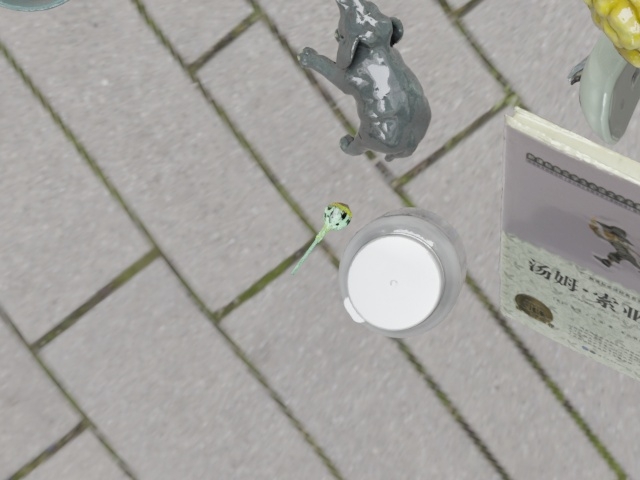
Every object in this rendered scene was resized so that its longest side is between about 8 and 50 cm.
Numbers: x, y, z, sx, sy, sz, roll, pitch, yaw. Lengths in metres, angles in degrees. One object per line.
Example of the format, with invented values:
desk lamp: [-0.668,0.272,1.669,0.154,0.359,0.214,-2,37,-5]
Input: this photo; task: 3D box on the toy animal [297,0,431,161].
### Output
toy animal: [0.043,-0.203,1.609,0.137,0.082,0.269,18,135,52]

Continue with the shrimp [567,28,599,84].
shrimp: [0.395,-0.284,1.625,0.317,0.062,0.164,-32,82,12]

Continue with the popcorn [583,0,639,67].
popcorn: [0.330,-0.258,1.355,0.200,0.203,0.226,-49,60,13]

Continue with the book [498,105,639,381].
book: [0.143,0.016,0.708,0.127,0.181,0.014,27,65,20]

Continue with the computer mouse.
computer mouse: [0.311,-0.183,1.550,0.056,0.181,0.089,16,147,26]

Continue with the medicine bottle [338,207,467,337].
medicine bottle: [0.073,0.028,1.303,0.107,0.191,0.107,1,95,8]

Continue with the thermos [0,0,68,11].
thermos: [-0.258,-0.277,1.072,0.286,0.145,0.182,29,124,7]

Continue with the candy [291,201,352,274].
candy: [0.000,0.000,1.307,0.023,0.083,0.025,9,147,46]
